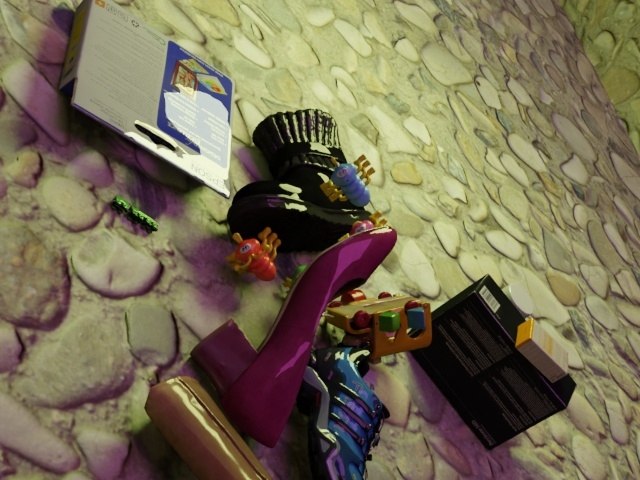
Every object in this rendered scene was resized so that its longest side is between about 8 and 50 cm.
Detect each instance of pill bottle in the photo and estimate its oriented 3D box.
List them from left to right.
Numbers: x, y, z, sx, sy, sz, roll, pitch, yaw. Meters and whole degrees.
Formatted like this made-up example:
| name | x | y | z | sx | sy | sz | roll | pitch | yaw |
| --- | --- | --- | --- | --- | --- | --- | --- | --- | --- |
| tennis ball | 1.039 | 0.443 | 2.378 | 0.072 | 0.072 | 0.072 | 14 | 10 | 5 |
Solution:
| name | x | y | z | sx | sy | sz | roll | pitch | yaw |
| --- | --- | --- | --- | --- | --- | --- | --- | --- | --- |
| pill bottle | 0.320 | 0.152 | 1.953 | 0.094 | 0.169 | 0.094 | 31 | 38 | -28 |

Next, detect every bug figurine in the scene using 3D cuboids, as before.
| name | x | y | z | sx | sy | sz | roll | pitch | yaw |
| --- | --- | --- | --- | --- | --- | --- | --- | --- | --- |
| bug figurine | 0.000 | 0.000 | 1.623 | 0.216 | 0.279 | 0.072 | 46 | 9 | -38 |

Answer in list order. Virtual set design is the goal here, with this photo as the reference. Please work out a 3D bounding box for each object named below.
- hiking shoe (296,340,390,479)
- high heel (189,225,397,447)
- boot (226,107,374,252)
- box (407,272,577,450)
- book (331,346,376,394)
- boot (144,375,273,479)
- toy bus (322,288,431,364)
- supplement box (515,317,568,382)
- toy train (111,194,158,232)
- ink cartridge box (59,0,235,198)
| name | x | y | z | sx | sy | sz | roll | pitch | yaw |
| --- | --- | --- | --- | --- | --- | --- | --- | --- | --- |
| hiking shoe | 0.044 | 0.280 | 1.498 | 0.132 | 0.113 | 0.304 | -9 | 58 | -8 |
| high heel | 0.005 | 0.133 | 1.510 | 0.377 | 0.127 | 0.181 | -36 | 79 | -17 |
| boot | -0.062 | -0.116 | 1.783 | 0.348 | 0.131 | 0.260 | 9 | 54 | -53 |
| box | 0.305 | 0.221 | 1.856 | 0.261 | 0.184 | 0.103 | 52 | 31 | 0 |
| book | 0.044 | 0.249 | 1.649 | 0.096 | 0.035 | 0.144 | 35 | 36 | -19 |
| boot | -0.132 | 0.285 | 1.255 | 0.269 | 0.089 | 0.236 | 48 | 0 | 19 |
| toy bus | 0.089 | 0.152 | 1.723 | 0.191 | 0.202 | 0.104 | -32 | 120 | -70 |
| supplement box | 0.384 | 0.190 | 1.775 | 0.098 | 0.036 | 0.062 | 43 | 32 | -12 |
| toy train | -0.280 | -0.040 | 1.545 | 0.083 | 0.017 | 0.023 | 35 | 25 | -24 |
| ink cartridge box | -0.279 | -0.229 | 1.689 | 0.304 | 0.072 | 0.307 | 31 | 40 | -30 |
